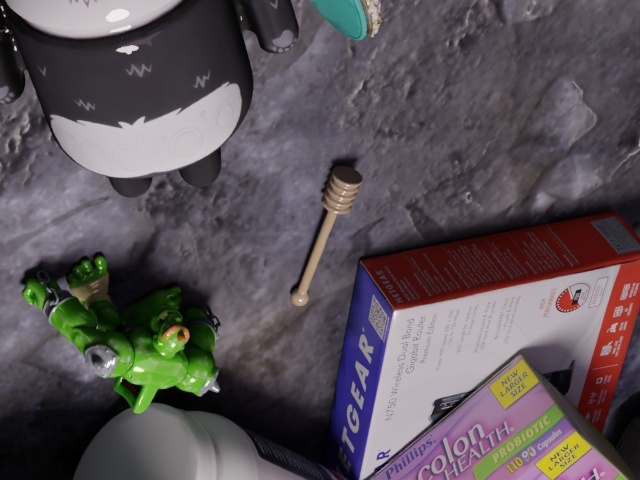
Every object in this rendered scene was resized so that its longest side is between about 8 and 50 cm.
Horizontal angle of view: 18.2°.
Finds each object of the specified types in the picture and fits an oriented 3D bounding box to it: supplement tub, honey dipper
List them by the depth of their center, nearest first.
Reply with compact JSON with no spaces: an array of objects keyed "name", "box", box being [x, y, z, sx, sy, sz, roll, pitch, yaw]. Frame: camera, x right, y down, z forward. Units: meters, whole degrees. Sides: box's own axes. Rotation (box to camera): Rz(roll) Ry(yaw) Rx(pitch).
[{"name":"honey dipper","box":[0.000,0.000,1.885,0.030,0.030,0.161,-1,131,-31]},{"name":"supplement tub","box":[-0.094,0.279,1.957,0.191,0.191,0.272,-46,136,12]}]

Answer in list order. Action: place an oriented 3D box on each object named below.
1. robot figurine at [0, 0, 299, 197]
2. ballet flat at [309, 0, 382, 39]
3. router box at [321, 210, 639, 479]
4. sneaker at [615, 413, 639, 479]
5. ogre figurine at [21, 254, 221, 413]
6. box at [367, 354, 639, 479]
[{"name":"robot figurine","box":[-0.147,-0.164,1.545,0.209,0.173,0.278,-38,140,-22]},{"name":"ballet flat","box":[0.000,-0.253,1.621,0.077,0.091,0.241,-56,142,-10]},{"name":"router box","box":[0.165,0.145,2.076,0.301,0.082,0.335,-11,133,-23]},{"name":"sneaker","box":[0.374,0.323,2.349,0.447,0.169,0.257,-45,171,-12]},{"name":"ogre figurine","box":[-0.162,0.087,1.797,0.097,0.118,0.197,-42,138,8]},{"name":"box","box":[0.204,0.270,2.064,0.213,0.117,0.243,-40,137,6]}]
